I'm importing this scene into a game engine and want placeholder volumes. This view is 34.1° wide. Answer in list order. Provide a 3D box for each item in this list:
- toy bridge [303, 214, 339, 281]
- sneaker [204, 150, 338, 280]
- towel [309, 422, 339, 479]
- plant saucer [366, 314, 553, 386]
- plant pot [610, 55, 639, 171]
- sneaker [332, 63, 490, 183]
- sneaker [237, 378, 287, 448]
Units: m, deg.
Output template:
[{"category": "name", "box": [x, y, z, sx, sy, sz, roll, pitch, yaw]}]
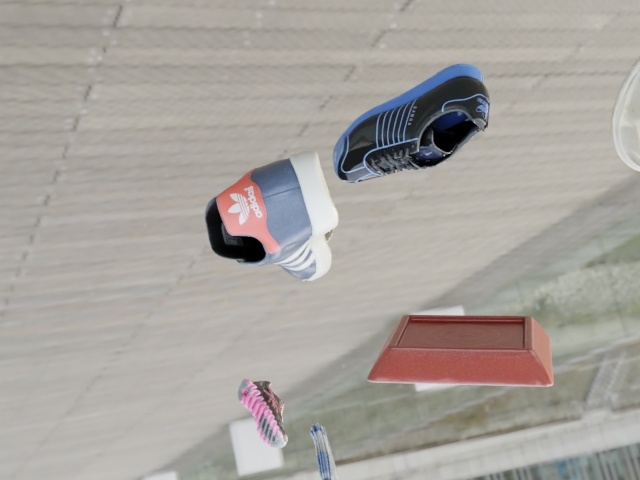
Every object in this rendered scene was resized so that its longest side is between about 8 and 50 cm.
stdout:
[{"category": "toy bridge", "box": [0.000, 0.000, 1.873, 0.063, 0.026, 0.188, -55, 175, -38]}, {"category": "sneaker", "box": [-0.070, -0.017, 1.326, 0.148, 0.131, 0.350, -18, 165, -6]}, {"category": "towel", "box": [0.027, 0.555, 2.211, 0.034, 0.285, 0.209, -13, 135, 1]}, {"category": "plant saucer", "box": [0.213, 0.156, 1.558, 0.259, 0.048, 0.258, 1, -170, 11]}, {"category": "plant pot", "box": [0.701, -0.171, 1.697, 0.333, 0.305, 0.334, -15, 132, -17]}, {"category": "sneaker", "box": [0.104, -0.120, 1.261, 0.081, 0.090, 0.232, 31, 130, -33]}, {"category": "sneaker", "box": [-0.069, 0.242, 1.480, 0.057, 0.119, 0.047, 1, 132, -38]}]
